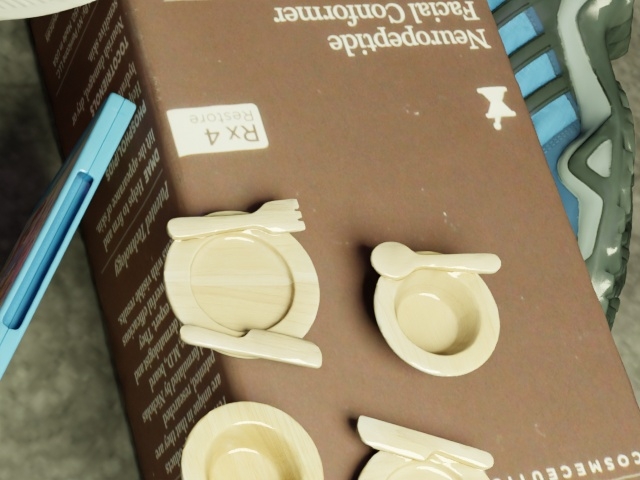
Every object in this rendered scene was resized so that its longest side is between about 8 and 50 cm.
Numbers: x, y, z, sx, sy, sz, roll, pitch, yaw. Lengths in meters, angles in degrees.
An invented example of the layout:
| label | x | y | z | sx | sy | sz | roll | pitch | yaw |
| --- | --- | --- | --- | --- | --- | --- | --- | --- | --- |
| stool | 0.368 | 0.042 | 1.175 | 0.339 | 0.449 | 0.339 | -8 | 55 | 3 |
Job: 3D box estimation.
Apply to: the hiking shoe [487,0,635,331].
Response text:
| label | x | y | z | sx | sy | sz | roll | pitch | yaw |
| --- | --- | --- | --- | --- | --- | --- | --- | --- | --- |
| hiking shoe | 0.103 | -0.062 | 0.860 | 0.132 | 0.113 | 0.304 | 1 | 65 | 10 |

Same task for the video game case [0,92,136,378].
| label | x | y | z | sx | sy | sz | roll | pitch | yaw |
| --- | --- | --- | --- | --- | --- | --- | --- | --- | --- |
| video game case | -0.133 | 0.027 | 0.673 | 0.015 | 0.119 | 0.166 | 29 | 55 | -11 |

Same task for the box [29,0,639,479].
| label | x | y | z | sx | sy | sz | roll | pitch | yaw |
| --- | --- | --- | --- | --- | --- | --- | --- | --- | --- |
| box | 0.000 | 0.000 | 0.739 | 0.191 | 0.143 | 0.381 | -7 | 68 | -27 |

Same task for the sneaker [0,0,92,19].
| label | x | y | z | sx | sy | sz | roll | pitch | yaw |
| --- | --- | --- | --- | --- | --- | --- | --- | --- | --- |
| sneaker | -0.169 | -0.184 | 0.706 | 0.292 | 0.108 | 0.169 | 3 | 46 | 28 |

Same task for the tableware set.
| label | x | y | z | sx | sy | sz | roll | pitch | yaw |
| --- | --- | --- | --- | --- | --- | --- | --- | --- | --- |
| tableware set | 0.008 | 0.059 | 0.616 | 0.141 | 0.020 | 0.168 | 8 | 61 | -18 |
